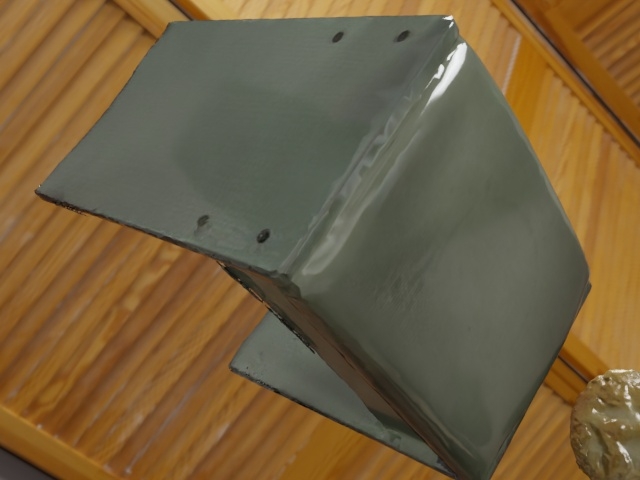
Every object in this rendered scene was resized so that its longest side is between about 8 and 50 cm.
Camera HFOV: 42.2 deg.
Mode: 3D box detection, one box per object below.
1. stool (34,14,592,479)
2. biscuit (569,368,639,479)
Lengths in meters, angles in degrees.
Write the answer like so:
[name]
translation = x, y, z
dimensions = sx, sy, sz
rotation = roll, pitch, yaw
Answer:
[stool]
translation = 0.000, 0.000, 0.551
dimensions = 0.269, 0.244, 0.170
rotation = 14, 63, 45
[biscuit]
translation = 0.337, 0.195, 0.711
dimensions = 0.118, 0.247, 0.029
rotation = -60, -17, -26
